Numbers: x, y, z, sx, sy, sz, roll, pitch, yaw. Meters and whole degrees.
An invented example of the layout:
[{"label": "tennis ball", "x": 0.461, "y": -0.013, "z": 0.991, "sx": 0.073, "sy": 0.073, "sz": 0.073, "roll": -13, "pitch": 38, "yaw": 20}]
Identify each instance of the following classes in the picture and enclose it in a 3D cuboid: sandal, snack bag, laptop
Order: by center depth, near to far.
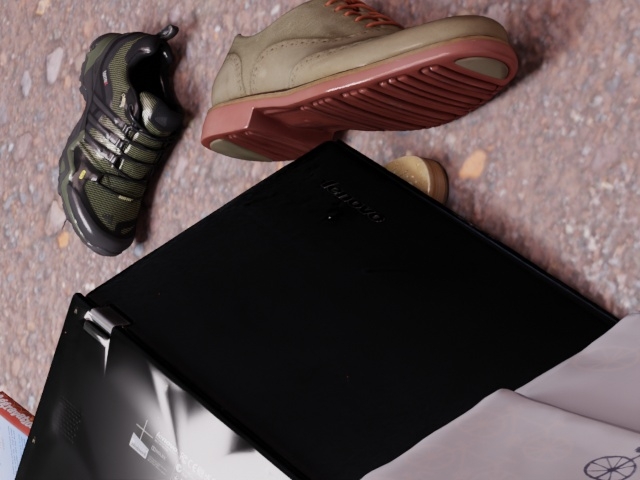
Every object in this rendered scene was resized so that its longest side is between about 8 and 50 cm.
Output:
[{"label": "snack bag", "x": 0.227, "y": 0.133, "z": 1.180, "sx": 0.323, "sy": 0.342, "sz": 0.037, "roll": 12, "pitch": 119, "yaw": 45}, {"label": "laptop", "x": -0.013, "y": 0.177, "z": 1.475, "sx": 0.382, "sy": 0.236, "sz": 0.408, "roll": 35, "pitch": 113, "yaw": 38}, {"label": "sandal", "x": -0.002, "y": -0.006, "z": 1.620, "sx": 0.240, "sy": 0.079, "sz": 0.088, "roll": -36, "pitch": 57, "yaw": 37}]

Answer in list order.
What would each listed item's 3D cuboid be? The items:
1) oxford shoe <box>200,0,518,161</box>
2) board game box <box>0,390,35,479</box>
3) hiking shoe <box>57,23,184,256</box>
[{"label": "oxford shoe", "x": 0.022, "y": -0.158, "z": 1.598, "sx": 0.348, "sy": 0.123, "sz": 0.130, "roll": -9, "pitch": 70, "yaw": 44}, {"label": "board game box", "x": -0.263, "y": 0.295, "z": 1.794, "sx": 0.145, "sy": 0.027, "sz": 0.281, "roll": 29, "pitch": 128, "yaw": 48}, {"label": "hiking shoe", "x": -0.187, "y": -0.099, "z": 1.832, "sx": 0.114, "sy": 0.086, "sz": 0.227, "roll": -8, "pitch": 76, "yaw": 49}]
